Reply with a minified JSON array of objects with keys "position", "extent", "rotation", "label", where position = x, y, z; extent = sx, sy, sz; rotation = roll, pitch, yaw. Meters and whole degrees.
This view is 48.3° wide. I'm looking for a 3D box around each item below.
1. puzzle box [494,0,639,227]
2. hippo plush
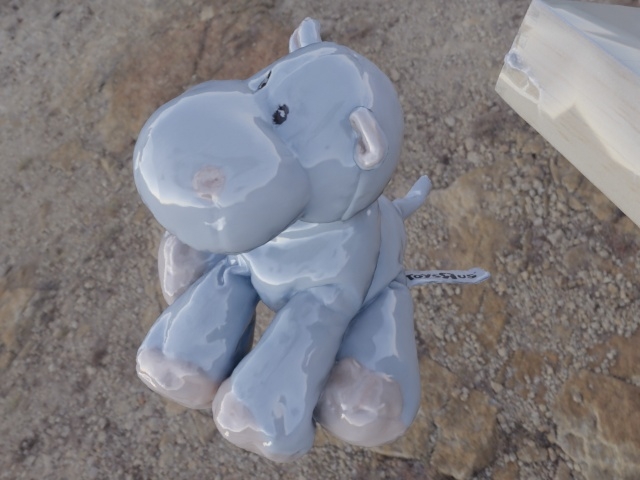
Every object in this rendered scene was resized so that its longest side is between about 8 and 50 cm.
[{"position":[0.320,-0.023,0.349],"extent":[0.409,0.052,0.272],"rotation":[-4,43,-26],"label":"puzzle box"},{"position":[0.000,0.000,0.490],"extent":[0.294,0.236,0.234],"rotation":[-16,54,-11],"label":"hippo plush"}]
